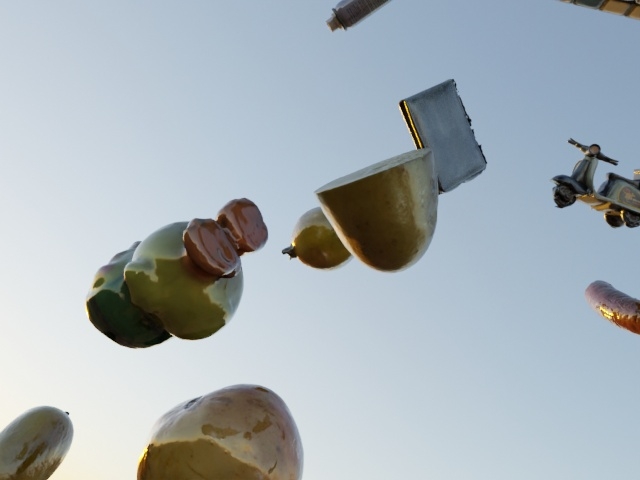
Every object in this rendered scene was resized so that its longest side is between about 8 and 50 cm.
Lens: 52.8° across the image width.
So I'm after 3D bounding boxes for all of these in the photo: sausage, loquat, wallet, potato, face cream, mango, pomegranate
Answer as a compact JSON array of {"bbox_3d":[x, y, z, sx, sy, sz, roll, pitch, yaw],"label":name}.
[{"bbox_3d":[0.672,0.153,1.391,0.103,0.076,0.302,-9,13,-10],"label":"sausage"},{"bbox_3d":[0.000,0.000,1.939,0.246,0.213,0.213,-20,-34,-5],"label":"loquat"},{"bbox_3d":[0.263,-0.219,1.372,0.036,0.167,0.222,-11,-74,57],"label":"wallet"},{"bbox_3d":[0.096,-0.034,0.913,0.178,0.203,0.158,-20,-78,-1],"label":"potato"},{"bbox_3d":[0.116,-0.610,1.640,0.229,0.075,0.075,-32,-50,10],"label":"face cream"},{"bbox_3d":[-0.649,0.482,1.350,0.142,0.331,0.195,29,-54,2],"label":"mango"},{"bbox_3d":[-0.183,0.456,1.269,0.338,0.338,0.338,17,-29,10],"label":"pomegranate"}]

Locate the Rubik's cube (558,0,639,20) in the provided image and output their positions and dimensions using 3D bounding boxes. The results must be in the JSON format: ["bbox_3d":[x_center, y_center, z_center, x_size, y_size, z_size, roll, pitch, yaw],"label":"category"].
[{"bbox_3d":[0.581,-0.639,1.226,0.293,0.292,0.287,14,-11,3],"label":"Rubik's cube"}]

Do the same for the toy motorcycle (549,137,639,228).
[{"bbox_3d":[0.627,-0.118,1.417,0.263,0.157,0.091,18,-3,-12],"label":"toy motorcycle"}]

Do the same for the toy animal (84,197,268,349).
[{"bbox_3d":[-0.234,0.076,1.044,0.338,0.216,0.191,-25,-78,31],"label":"toy animal"}]
